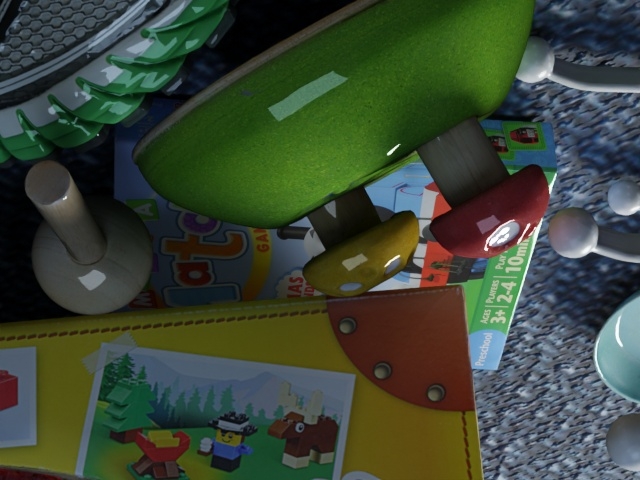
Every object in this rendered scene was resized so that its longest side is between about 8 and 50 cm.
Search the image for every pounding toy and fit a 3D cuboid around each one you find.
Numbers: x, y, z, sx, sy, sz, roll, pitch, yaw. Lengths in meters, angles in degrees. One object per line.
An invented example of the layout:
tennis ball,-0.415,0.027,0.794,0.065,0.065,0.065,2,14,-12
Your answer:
pounding toy,0.004,-0.019,0.704,0.236,0.110,0.183,-29,178,-12

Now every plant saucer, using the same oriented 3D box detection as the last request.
plant saucer,0.209,0.050,0.943,0.119,0.021,0.119,-1,138,-1

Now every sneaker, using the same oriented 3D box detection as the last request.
sneaker,-0.171,-0.105,0.680,0.343,0.134,0.146,-17,133,17

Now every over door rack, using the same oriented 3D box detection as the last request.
over door rack,0.139,-0.041,0.680,0.108,0.240,0.324,-13,138,5

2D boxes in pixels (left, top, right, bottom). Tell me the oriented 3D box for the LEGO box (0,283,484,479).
LEGO box,-0.167,0.194,0.885,0.500,0.193,0.372,-5,157,2

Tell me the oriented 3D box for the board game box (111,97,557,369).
board game box,0.000,0.000,0.870,0.211,0.039,0.160,4,139,-4
